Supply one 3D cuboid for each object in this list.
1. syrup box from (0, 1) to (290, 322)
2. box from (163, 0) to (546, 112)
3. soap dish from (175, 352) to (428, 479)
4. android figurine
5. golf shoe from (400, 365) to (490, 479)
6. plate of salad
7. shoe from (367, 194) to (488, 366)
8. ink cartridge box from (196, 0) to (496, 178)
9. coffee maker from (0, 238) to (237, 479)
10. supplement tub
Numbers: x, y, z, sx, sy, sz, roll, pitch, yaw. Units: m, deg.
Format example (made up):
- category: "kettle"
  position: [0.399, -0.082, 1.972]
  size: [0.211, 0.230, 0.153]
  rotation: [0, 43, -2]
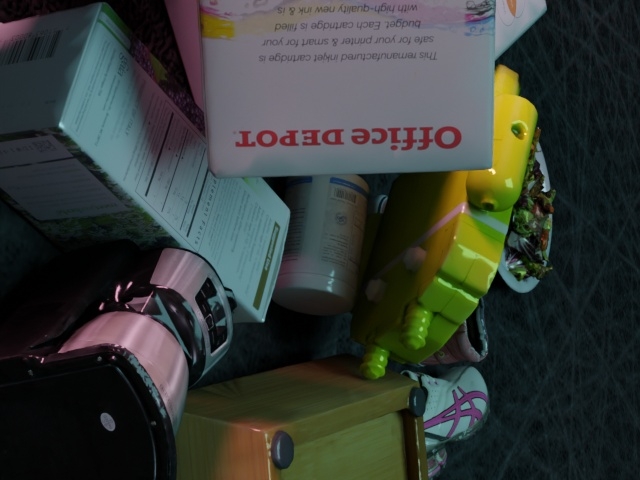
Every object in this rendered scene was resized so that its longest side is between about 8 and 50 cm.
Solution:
- category: "syrup box"
  position: [-0.121, -0.038, 0.893]
  size: [0.237, 0.093, 0.096]
  rotation: [47, 47, -47]
- category: "box"
  position: [0.035, -0.224, 1.113]
  size: [0.345, 0.168, 0.215]
  rotation: [-44, 124, -54]
- category: "soap dish"
  position: [-0.016, 0.211, 1.017]
  size: [0.291, 0.118, 0.229]
  rotation: [-5, 90, -61]
- category: "android figurine"
  position: [0.092, -0.012, 1.113]
  size: [0.056, 0.248, 0.273]
  rotation: [29, 56, -13]
- category: "golf shoe"
  position: [0.104, 0.152, 1.281]
  size: [0.186, 0.067, 0.086]
  rotation: [-38, 117, -55]
- category: "plate of salad"
  position: [0.224, -0.043, 1.509]
  size: [0.200, 0.048, 0.200]
  rotation: [14, 73, -59]
- category: "shoe"
  position: [0.099, 0.036, 1.274]
  size: [0.063, 0.081, 0.178]
  rotation: [-48, 126, -52]
- category: "ink cartridge box"
  position: [0.014, -0.172, 0.837]
  size: [0.168, 0.171, 0.232]
  rotation: [-90, 179, -67]
- category: "coffee maker"
  position: [-0.148, 0.073, 0.799]
  size: [0.178, 0.171, 0.120]
  rotation: [-70, 170, -70]
- category: "supplement tub"
  position: [0.000, 0.000, 1.119]
  size: [0.071, 0.071, 0.107]
  rotation: [38, 55, -52]
